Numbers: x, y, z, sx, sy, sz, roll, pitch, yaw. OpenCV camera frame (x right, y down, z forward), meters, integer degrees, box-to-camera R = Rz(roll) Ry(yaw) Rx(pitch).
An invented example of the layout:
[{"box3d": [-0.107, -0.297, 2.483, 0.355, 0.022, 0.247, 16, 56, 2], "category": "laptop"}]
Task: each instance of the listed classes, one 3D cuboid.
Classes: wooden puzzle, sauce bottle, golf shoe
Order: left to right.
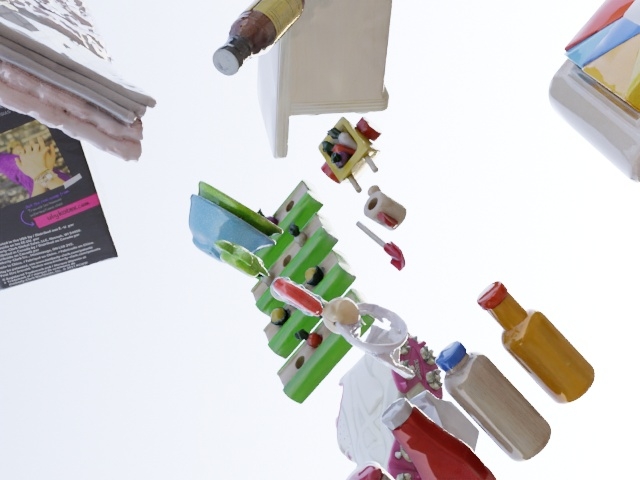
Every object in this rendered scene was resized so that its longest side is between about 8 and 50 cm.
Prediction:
[{"box3d": [-0.056, -0.186, 1.049, 0.128, 0.042, 0.042, -53, -43, -44], "category": "sauce bottle"}, {"box3d": [0.084, 0.260, 1.478, 0.115, 0.140, 0.306, 35, -141, -30], "category": "golf shoe"}, {"box3d": [0.273, -0.180, 0.937, 0.239, 0.044, 0.221, -57, 18, 15], "category": "wooden puzzle"}]

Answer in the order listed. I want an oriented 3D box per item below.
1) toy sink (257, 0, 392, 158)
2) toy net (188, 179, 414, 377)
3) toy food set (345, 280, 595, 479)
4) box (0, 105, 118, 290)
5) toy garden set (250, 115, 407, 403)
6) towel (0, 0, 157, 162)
[{"box3d": [0.004, -0.227, 1.346, 0.153, 0.131, 0.234, -105, 16, -50], "category": "toy sink"}, {"box3d": [0.003, 0.037, 0.874, 0.232, 0.122, 0.045, 34, -96, -30], "category": "toy net"}, {"box3d": [0.082, 0.139, 0.898, 0.104, 0.232, 0.111, 47, -149, -10], "category": "toy food set"}, {"box3d": [-0.330, -0.107, 1.306, 0.165, 0.143, 0.270, -114, 11, -49], "category": "box"}, {"box3d": [0.000, 0.000, 1.125, 0.049, 0.204, 0.244, 31, -161, -29], "category": "toy garden set"}, {"box3d": [-0.281, -0.190, 0.779, 0.331, 0.317, 0.053, 25, -76, -33], "category": "towel"}]
